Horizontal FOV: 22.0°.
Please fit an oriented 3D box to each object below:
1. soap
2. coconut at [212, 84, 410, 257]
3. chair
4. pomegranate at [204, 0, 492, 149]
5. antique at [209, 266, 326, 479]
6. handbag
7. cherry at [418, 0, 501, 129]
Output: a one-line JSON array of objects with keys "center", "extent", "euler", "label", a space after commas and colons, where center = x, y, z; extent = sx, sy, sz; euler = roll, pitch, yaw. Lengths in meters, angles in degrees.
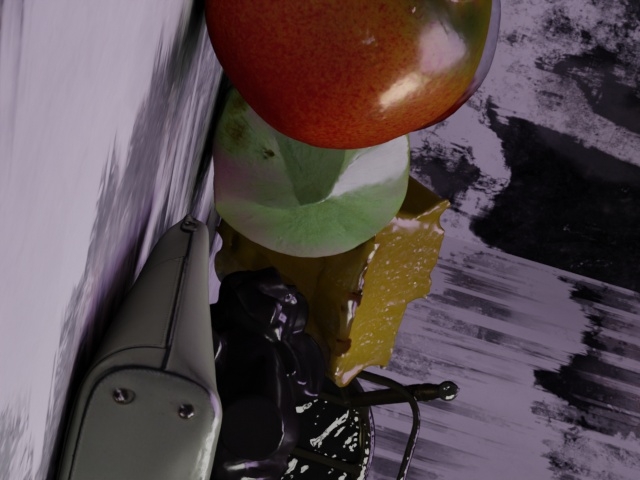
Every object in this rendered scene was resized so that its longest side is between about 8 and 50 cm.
[{"center": [0.000, 0.000, 2.014], "extent": [0.143, 0.281, 0.259], "euler": [-8, 125, -41], "label": "soap"}, {"center": [-0.011, -0.093, 1.651], "extent": [0.235, 0.205, 0.236], "euler": [-27, -153, 15], "label": "coconut"}, {"center": [-0.058, 0.306, 2.303], "extent": [0.410, 0.364, 0.362], "euler": [-171, -83, -85], "label": "chair"}, {"center": [0.037, -0.185, 1.232], "extent": [0.221, 0.256, 0.221], "euler": [24, 60, -48], "label": "pomegranate"}, {"center": [-0.106, 0.180, 1.859], "extent": [0.255, 0.185, 0.322], "euler": [-45, 152, -74], "label": "antique"}, {"center": [-0.128, 0.117, 1.299], "extent": [0.315, 0.109, 0.241], "euler": [-83, -170, -69], "label": "handbag"}, {"center": [0.085, -0.309, 2.164], "extent": [0.335, 0.291, 0.326], "euler": [-123, -143, -66], "label": "cherry"}]
